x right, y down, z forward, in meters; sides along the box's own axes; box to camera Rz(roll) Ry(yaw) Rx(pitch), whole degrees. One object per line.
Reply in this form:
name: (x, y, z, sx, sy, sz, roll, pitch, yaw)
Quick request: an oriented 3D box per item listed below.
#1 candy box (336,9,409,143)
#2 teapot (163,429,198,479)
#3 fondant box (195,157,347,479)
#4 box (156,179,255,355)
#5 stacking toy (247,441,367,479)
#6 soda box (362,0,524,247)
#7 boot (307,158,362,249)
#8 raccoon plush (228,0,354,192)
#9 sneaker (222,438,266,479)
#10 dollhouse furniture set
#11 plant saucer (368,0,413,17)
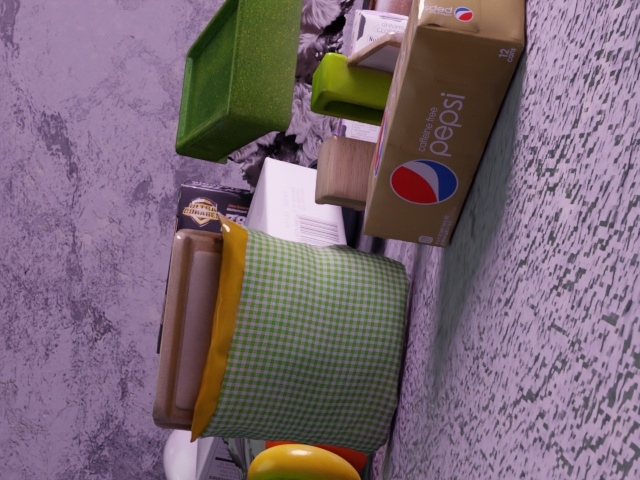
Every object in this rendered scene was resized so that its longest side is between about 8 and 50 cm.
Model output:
candy box: (0.058, -0.150, 1.097, 0.165, 0.070, 0.196, -87, 7, -77)
teapot: (-0.087, 0.312, 1.421, 0.187, 0.252, 0.256, -44, 36, 12)
fondant box: (-0.063, 0.104, 1.183, 0.238, 0.096, 0.330, -96, 23, -56)
box: (-0.109, 0.066, 1.675, 0.073, 0.295, 0.293, -104, 22, -81)
stacking toy: (-0.016, 0.220, 0.809, 0.141, 0.141, 0.330, 102, -178, -52)
soda box: (0.069, -0.075, 0.594, 0.181, 0.058, 0.061, 101, 178, -53)
boot: (0.005, 0.025, 1.404, 0.207, 0.094, 0.247, -75, -12, -71)
raccoon plush: (0.024, -0.250, 1.568, 0.446, 0.216, 0.299, -57, -2, 29)
sneaker: (-0.020, 0.238, 0.945, 0.130, 0.109, 0.286, -28, 61, 34)
dollhouse furniture set: (0.000, 0.000, 0.711, 0.151, 0.197, 0.302, 164, 113, -66)
plant saucer: (0.099, -0.352, 1.309, 0.310, 0.050, 0.311, -169, 90, -88)
